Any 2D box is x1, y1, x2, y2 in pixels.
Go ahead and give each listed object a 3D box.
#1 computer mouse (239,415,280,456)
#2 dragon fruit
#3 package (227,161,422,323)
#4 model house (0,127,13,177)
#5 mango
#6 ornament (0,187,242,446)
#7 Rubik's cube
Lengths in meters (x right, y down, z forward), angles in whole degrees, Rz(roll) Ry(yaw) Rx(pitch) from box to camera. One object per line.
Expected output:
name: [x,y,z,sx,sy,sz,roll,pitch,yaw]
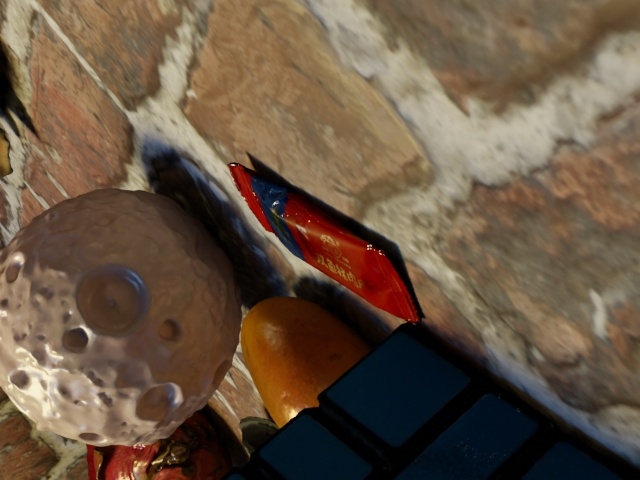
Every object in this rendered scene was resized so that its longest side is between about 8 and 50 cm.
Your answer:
computer mouse: [-0.042,0.270,1.639,0.105,0.062,0.192,58,168,-24]
dragon fruit: [-0.256,0.353,2.098,0.250,0.250,0.315,57,179,-19]
package: [0.000,0.000,1.039,0.200,0.022,0.083,31,154,45]
model house: [-0.481,-0.190,1.703,0.267,0.194,0.325,35,-176,25]
mango: [0.001,0.117,1.155,0.141,0.102,0.217,34,-176,-41]
ornament: [-0.205,0.075,1.310,0.259,0.259,0.225,50,165,2]
Rubik's cube: [0.086,0.287,0.971,0.283,0.288,0.293,31,156,47]
